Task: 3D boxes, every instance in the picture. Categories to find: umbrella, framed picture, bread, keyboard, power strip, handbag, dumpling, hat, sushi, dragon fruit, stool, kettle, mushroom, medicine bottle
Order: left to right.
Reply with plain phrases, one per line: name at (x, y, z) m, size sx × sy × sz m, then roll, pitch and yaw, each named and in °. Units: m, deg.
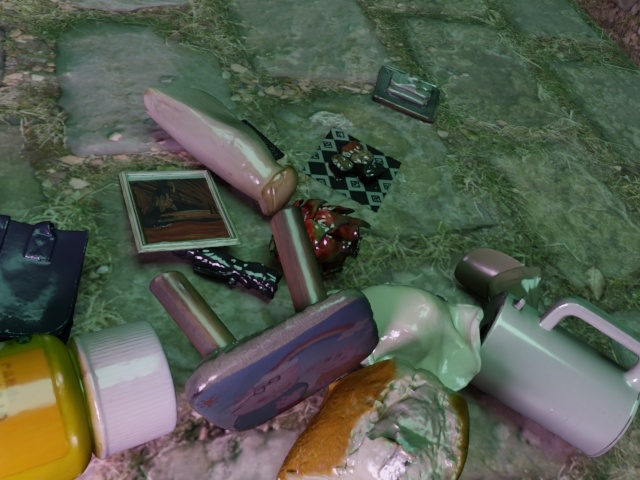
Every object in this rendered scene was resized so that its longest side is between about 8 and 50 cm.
handbag at (-0.584, 0.056, 1.055) m, size 0.325 × 0.118 × 0.269 m, roll 10°, pitch 56°, yaw -16°
medicine bottle at (-0.422, 0.251, 0.882) m, size 0.384 × 0.224 × 0.224 m, roll -12°, pitch 58°, yaw -29°
framed picture at (-0.305, -0.074, 1.307) m, size 0.216 × 0.016 × 0.273 m, roll -5°, pitch 42°, yaw -26°
mushroom at (-0.222, -0.223, 1.424) m, size 0.407 × 0.137 × 0.154 m, roll 41°, pitch 18°, yaw 8°
umbrella at (-0.195, 0.052, 1.258) m, size 0.235 × 0.059 × 0.066 m, roll 22°, pitch 26°, yaw -1°
keyboard at (-0.159, -0.257, 1.560) m, size 0.155 × 0.010 × 0.053 m, roll 42°, pitch 48°, yaw 15°
stool at (-0.088, 0.139, 1.015) m, size 0.310 × 0.310 × 0.226 m, roll -29°, pitch 63°, yaw -7°
dragon fruit at (-0.009, -0.002, 1.299) m, size 0.188 × 0.182 × 0.182 m, roll 29°, pitch 47°, yaw -3°
sushi at (0.095, -0.208, 1.597) m, size 0.219 × 0.047 × 0.231 m, roll 28°, pitch 47°, yaw 2°
bread at (0.097, 0.346, 0.995) m, size 0.225 × 0.279 × 0.250 m, roll 41°, pitch 48°, yaw -3°
dumpling at (0.155, 0.199, 1.190) m, size 0.318 × 0.187 × 0.243 m, roll 2°, pitch 52°, yaw 5°
power strip at (0.276, -0.470, 1.879) m, size 0.213 × 0.064 × 0.198 m, roll 20°, pitch 45°, yaw -5°
hat at (0.390, 0.118, 1.375) m, size 0.173 × 0.166 × 0.144 m, roll 14°, pitch 36°, yaw 1°
kettle at (0.470, 0.244, 1.234) m, size 0.318 × 0.205 × 0.265 m, roll 33°, pitch 92°, yaw 7°
